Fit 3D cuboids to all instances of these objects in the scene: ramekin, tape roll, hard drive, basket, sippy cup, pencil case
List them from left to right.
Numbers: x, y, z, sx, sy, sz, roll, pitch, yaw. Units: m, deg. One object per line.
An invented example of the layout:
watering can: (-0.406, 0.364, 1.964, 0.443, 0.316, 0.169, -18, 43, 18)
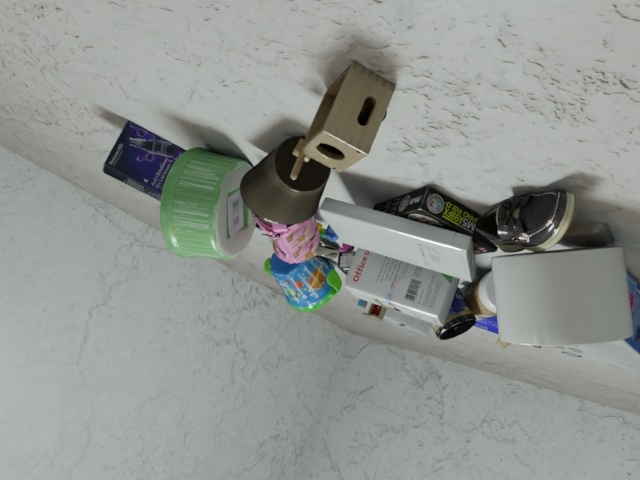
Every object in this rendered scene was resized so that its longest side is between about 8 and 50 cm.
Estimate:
ramekin: (-0.283, -0.091, 1.500, 0.148, 0.304, 0.303, 11, 163, 17)
pencil case: (-0.090, -0.047, 1.585, 0.160, 0.167, 0.386, 48, 174, 14)
basket: (-0.067, -0.139, 1.278, 0.204, 0.154, 0.227, 15, 164, -14)
sippy cup: (-0.079, 0.126, 2.175, 0.305, 0.240, 0.224, -23, 136, 15)
hard drive: (0.192, -0.001, 1.339, 0.353, 0.047, 0.233, 17, 166, 23)
tape roll: (0.469, 0.103, 1.092, 0.246, 0.169, 0.246, -6, 178, 0)

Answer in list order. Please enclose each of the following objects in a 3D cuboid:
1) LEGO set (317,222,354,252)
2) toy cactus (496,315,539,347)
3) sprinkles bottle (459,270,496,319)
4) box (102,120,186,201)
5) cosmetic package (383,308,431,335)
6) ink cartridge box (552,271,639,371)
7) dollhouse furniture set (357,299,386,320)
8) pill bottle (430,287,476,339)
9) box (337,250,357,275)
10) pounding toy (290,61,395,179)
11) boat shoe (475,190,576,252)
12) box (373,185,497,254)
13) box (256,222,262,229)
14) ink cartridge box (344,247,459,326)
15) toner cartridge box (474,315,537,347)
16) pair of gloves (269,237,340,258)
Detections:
LEGO set: (0.000, 0.000, 1.795, 0.227, 0.093, 0.087, 14, 164, 34)
toy cactus: (0.612, 0.272, 1.729, 0.219, 0.112, 0.181, 30, 124, 8)
sprinkles bottle: (0.478, 0.168, 1.618, 0.121, 0.121, 0.355, 22, 167, 3)
box: (-0.506, -0.225, 1.625, 0.207, 0.153, 0.108, 27, 165, -19)
cosmetic package: (0.331, 0.266, 2.152, 0.183, 0.152, 0.151, 25, 165, -10)
ink cartridge box: (0.673, 0.200, 1.365, 0.395, 0.151, 0.270, 35, 163, -35)
dollhouse furniture set: (0.198, 0.172, 1.940, 0.129, 0.184, 0.129, 31, 164, -30)
pill bottle: (0.346, 0.165, 1.609, 0.219, 0.122, 0.123, 66, -170, 29)
box: (0.192, 0.084, 1.742, 0.231, 0.056, 0.183, -4, 155, 22)
pounding toy: (0.024, -0.166, 0.945, 0.094, 0.181, 0.206, 26, 166, -14)
boat shoe: (0.377, -0.037, 1.054, 0.092, 0.103, 0.285, 18, 172, -3)
box: (0.264, -0.033, 1.325, 0.216, 0.060, 0.270, 26, 166, -17)
box: (-0.200, -0.092, 1.852, 0.175, 0.051, 0.220, 32, 163, -34)
ink cartridge box: (0.235, 0.092, 1.542, 0.278, 0.201, 0.117, 17, 165, 24)
toner cartridge box: (0.586, 0.260, 1.887, 0.347, 0.075, 0.165, 17, 166, 22)
pair of gloves: (-0.054, 0.011, 1.968, 0.240, 0.042, 0.204, 18, -177, 35)
